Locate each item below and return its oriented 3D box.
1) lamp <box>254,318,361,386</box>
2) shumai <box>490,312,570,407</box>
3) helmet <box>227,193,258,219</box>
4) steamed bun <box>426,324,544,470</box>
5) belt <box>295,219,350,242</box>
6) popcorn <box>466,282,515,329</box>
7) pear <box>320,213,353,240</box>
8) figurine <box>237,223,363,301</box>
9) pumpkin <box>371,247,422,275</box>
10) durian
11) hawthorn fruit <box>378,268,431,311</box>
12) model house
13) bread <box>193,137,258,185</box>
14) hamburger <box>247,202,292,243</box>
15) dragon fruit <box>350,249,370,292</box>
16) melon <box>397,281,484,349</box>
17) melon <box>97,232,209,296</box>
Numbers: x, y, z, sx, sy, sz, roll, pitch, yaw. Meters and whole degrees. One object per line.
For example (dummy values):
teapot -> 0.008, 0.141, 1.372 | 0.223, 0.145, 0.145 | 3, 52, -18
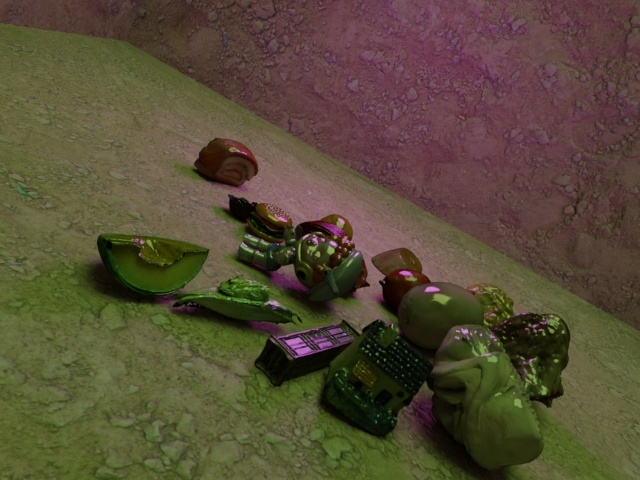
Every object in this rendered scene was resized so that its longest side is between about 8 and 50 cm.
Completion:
lamp -> -0.017, 0.275, 1.436 | 0.090, 0.089, 0.325 | 41, 23, 29
shumai -> 0.662, 0.387, 1.800 | 0.267, 0.314, 0.262 | 39, 21, -10
helmet -> -0.287, -0.117, 2.090 | 0.123, 0.070, 0.098 | 18, 11, 5
steamed bun -> 0.398, 0.401, 1.460 | 0.339, 0.247, 0.352 | -15, 82, -78
belt -> 0.000, 0.000, 2.088 | 0.201, 0.128, 0.124 | 24, 15, 20
popcorn -> 0.595, 0.277, 2.134 | 0.259, 0.259, 0.212 | 43, -1, 36
pear -> 0.051, -0.027, 2.219 | 0.149, 0.148, 0.162 | 25, 12, -10
figurine -> -0.059, 0.059, 1.803 | 0.382, 0.205, 0.224 | 21, 40, 19
pumpkin -> 0.336, 0.095, 2.390 | 0.217, 0.110, 0.217 | 31, 18, -11
durian -> -0.197, 0.154, 1.466 | 0.375, 0.132, 0.106 | 12, 49, -31
hawthorn fruit -> 0.296, 0.176, 2.034 | 0.188, 0.169, 0.169 | 23, 20, -19
model house -> 0.148, 0.314, 1.346 | 0.194, 0.211, 0.170 | 40, 19, -2
bread -> -0.363, -0.317, 2.340 | 0.244, 0.190, 0.123 | 10, 39, -51
hamburger -> -0.177, -0.061, 2.031 | 0.162, 0.115, 0.162 | 27, 19, -10
dragon fruit -> 0.043, 0.082, 1.928 | 0.274, 0.126, 0.161 | 23, 29, 11
melon -> 0.394, 0.245, 1.877 | 0.317, 0.223, 0.223 | 4, 29, -32
melon -> -0.430, 0.054, 1.394 | 0.265, 0.129, 0.169 | 6, 7, -43
